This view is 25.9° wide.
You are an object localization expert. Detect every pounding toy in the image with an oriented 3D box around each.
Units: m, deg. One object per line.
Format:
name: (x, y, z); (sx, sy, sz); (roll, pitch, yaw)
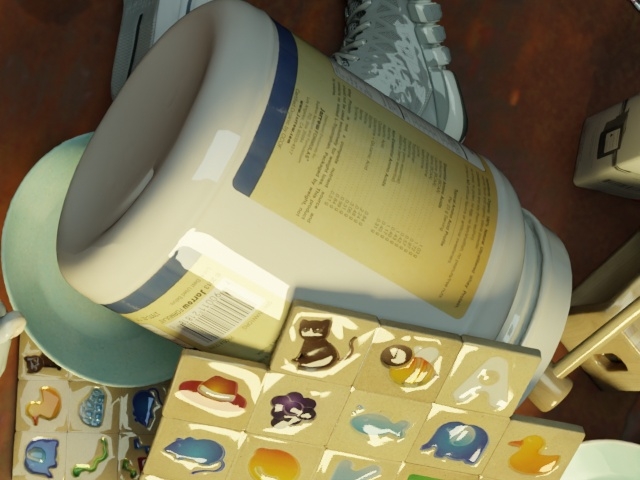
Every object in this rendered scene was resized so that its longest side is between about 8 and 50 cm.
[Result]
pounding toy: (0.250, 0.076, 1.085); (0.206, 0.181, 0.094); (-41, 94, -14)

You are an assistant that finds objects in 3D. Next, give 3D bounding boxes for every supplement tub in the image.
supplement tub: (0.000, 0.000, 0.991); (0.316, 0.228, 0.228); (31, 78, -25)

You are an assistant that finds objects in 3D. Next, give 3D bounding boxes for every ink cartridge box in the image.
ink cartridge box: (0.287, -0.071, 1.125); (0.109, 0.150, 0.063); (14, 81, -11)

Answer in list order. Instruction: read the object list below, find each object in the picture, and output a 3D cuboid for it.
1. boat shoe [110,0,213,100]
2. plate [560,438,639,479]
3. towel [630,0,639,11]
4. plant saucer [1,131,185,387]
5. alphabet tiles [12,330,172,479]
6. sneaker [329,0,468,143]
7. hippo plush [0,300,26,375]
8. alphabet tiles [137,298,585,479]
boat shoe: (-0.109, -0.197, 1.100); (0.076, 0.083, 0.226); (22, 74, -39)
plate: (0.234, 0.249, 1.100); (0.188, 0.024, 0.188); (1, 92, 26)
towel: (0.319, -0.263, 1.218); (0.144, 0.029, 0.197); (-43, 94, -14)
plant saucer: (-0.152, 0.015, 1.051); (0.195, 0.037, 0.194); (5, 79, -31)
alphabet tiles: (-0.135, 0.111, 1.085); (0.198, 0.009, 0.237); (3, 83, -13)
sneaker: (0.028, -0.168, 1.115); (0.132, 0.086, 0.228); (-16, 88, -11)
hippo plush: (-0.347, 0.085, 0.970); (0.237, 0.234, 0.294); (3, 88, -38)
alphabet tiles: (0.013, 0.187, 0.984); (0.285, 0.011, 0.342); (12, 125, -13)
